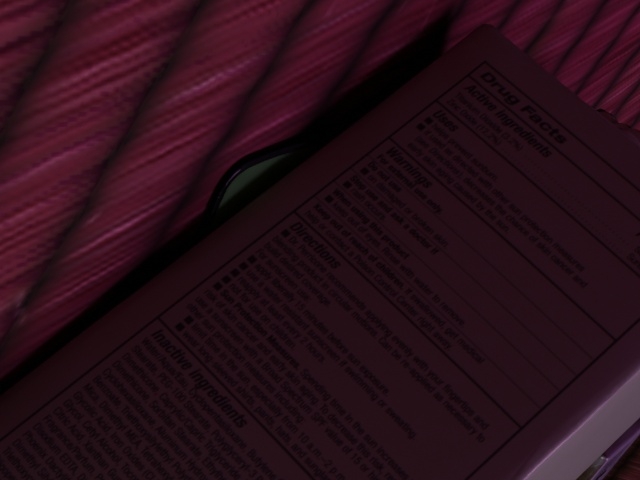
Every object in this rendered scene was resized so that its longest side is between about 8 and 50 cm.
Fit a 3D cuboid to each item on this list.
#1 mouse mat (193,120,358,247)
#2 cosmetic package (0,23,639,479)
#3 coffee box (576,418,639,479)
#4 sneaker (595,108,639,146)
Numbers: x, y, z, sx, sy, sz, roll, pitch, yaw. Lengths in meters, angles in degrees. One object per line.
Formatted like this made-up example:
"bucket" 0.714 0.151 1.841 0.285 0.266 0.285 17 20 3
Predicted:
"mouse mat" 0.000 0.000 0.633 0.190 0.007 0.152 -22 147 -44
"cosmetic package" 0.008 0.070 0.550 0.309 0.160 0.113 -37 157 -20
"coffee box" 0.149 0.204 1.177 0.098 0.141 0.246 -24 151 -51
"sneaker" 0.099 0.063 0.738 0.107 0.118 0.279 -4 134 -45
